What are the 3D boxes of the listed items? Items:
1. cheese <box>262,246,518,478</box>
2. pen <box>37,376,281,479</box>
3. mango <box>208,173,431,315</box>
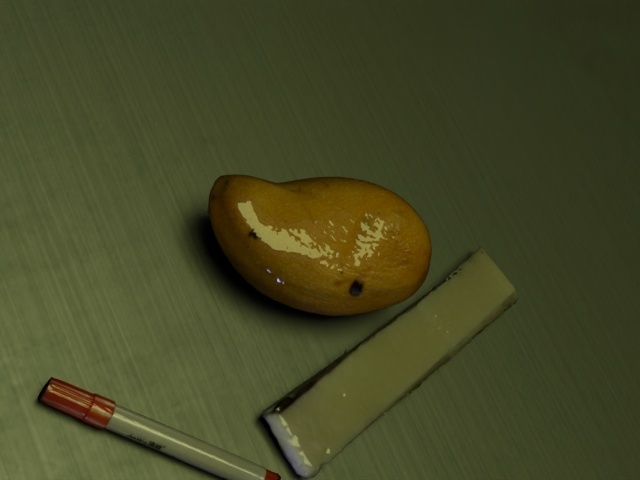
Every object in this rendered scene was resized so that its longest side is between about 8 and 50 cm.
[{"bbox_3d":[0.093,0.123,1.084,0.400,0.034,0.085,-33,89,-39],"label":"cheese"},{"bbox_3d":[-0.145,0.183,0.904,0.239,0.028,0.028,27,53,-17],"label":"pen"},{"bbox_3d":[-0.001,0.002,1.046,0.262,0.109,0.157,12,68,-21],"label":"mango"}]
